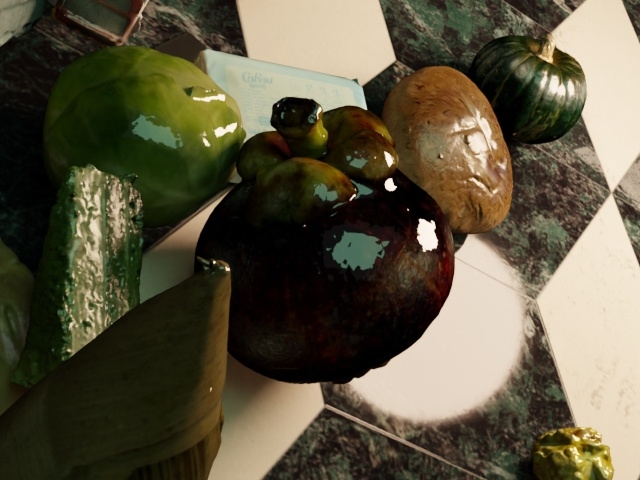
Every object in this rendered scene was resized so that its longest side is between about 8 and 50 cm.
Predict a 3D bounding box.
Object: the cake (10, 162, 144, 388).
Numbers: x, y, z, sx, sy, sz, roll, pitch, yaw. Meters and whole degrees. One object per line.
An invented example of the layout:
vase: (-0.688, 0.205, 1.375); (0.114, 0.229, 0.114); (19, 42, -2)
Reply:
cake: (-0.248, 0.044, 0.948); (0.100, 0.099, 0.235); (15, 67, -46)

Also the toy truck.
toy truck: (-0.270, -0.334, 1.169); (0.114, 0.135, 0.270); (25, 22, -20)

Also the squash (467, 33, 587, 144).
squash: (0.356, -0.263, 1.588); (0.218, 0.172, 0.218); (19, 53, -27)

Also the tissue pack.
tissue pack: (-0.054, -0.160, 1.303); (0.263, 0.089, 0.177); (4, 63, -32)

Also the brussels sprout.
brussels sprout: (-0.208, -0.121, 1.089); (0.244, 0.244, 0.244); (17, 56, -26)

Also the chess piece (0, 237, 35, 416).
chess piece: (-0.355, 0.074, 0.953); (0.137, 0.137, 0.300); (-28, 94, -41)

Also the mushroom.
mushroom: (0.205, -0.141, 1.432); (0.278, 0.146, 0.278); (18, 59, -33)

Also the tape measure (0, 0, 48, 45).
tape measure: (-0.441, -0.324, 1.045); (0.256, 0.147, 0.275); (13, 40, -5)

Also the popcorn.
popcorn: (0.352, 0.309, 1.289); (0.106, 0.116, 0.120); (29, 49, 6)

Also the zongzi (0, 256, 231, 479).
zongzi: (-0.284, 0.257, 0.657); (0.218, 0.467, 0.500); (36, 47, 16)

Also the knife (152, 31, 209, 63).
knife: (-0.230, -0.221, 1.269); (0.072, 0.019, 0.245); (42, 45, -4)

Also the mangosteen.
mangosteen: (0.003, 0.013, 1.097); (0.330, 0.330, 0.330); (17, 56, -26)
